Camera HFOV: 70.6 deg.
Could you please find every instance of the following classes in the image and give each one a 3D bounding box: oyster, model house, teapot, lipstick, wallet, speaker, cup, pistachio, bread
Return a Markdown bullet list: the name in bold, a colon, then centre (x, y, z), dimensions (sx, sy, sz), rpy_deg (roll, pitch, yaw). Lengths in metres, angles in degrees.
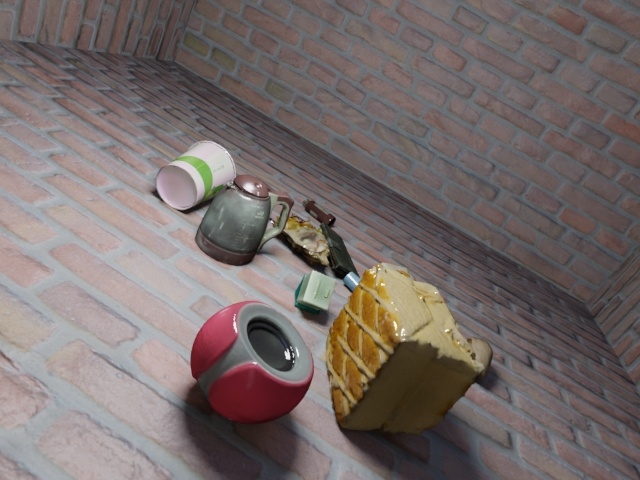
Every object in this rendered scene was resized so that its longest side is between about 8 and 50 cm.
- **oyster**: centre (-0.064, -0.001, 1.999), dimensions (0.361, 0.096, 0.221), rpy_deg (38, 37, 27)
- **model house**: centre (-0.027, 0.191, 1.631), dimensions (0.101, 0.149, 0.126), rpy_deg (25, 67, -16)
- **teapot**: centre (-0.264, -0.088, 1.690), dimensions (0.315, 0.312, 0.233), rpy_deg (11, 31, -36)
- **lipstick**: centre (0.208, 0.242, 1.871), dimensions (0.274, 0.061, 0.068), rpy_deg (44, 25, 21)
- **wallet**: centre (0.087, 0.053, 2.061), dimensions (0.169, 0.044, 0.316), rpy_deg (39, 20, -35)
- **speaker**: centre (-0.156, 0.294, 1.080), dimensions (0.295, 0.294, 0.294), rpy_deg (24, 23, -11)
- **cup**: centre (-0.518, -0.260, 1.861), dimensions (0.253, 0.253, 0.274), rpy_deg (31, 29, 3)
- **pistachio**: centre (0.622, 0.467, 1.805), dimensions (0.223, 0.126, 0.152), rpy_deg (-28, 96, -63)
- **bread**: centre (0.209, 0.317, 1.321), dimensions (0.280, 0.370, 0.390), rpy_deg (22, 23, -19)

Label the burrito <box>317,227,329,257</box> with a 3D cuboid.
- **burrito**: centre (0.000, 0.000, 2.147), dimensions (0.104, 0.054, 0.288), rpy_deg (23, 25, -9)

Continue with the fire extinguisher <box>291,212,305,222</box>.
- **fire extinguisher**: centre (-0.094, -0.085, 2.214), dimensions (0.132, 0.056, 0.039), rpy_deg (34, -3, 3)

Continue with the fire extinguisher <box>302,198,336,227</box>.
- **fire extinguisher**: centre (-0.019, -0.154, 2.433), dimensions (0.231, 0.071, 0.099), rpy_deg (38, -3, 24)

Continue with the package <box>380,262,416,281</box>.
- **package**: centre (0.338, 0.262, 1.855), dimensions (0.221, 0.165, 0.311), rpy_deg (13, 32, -49)
